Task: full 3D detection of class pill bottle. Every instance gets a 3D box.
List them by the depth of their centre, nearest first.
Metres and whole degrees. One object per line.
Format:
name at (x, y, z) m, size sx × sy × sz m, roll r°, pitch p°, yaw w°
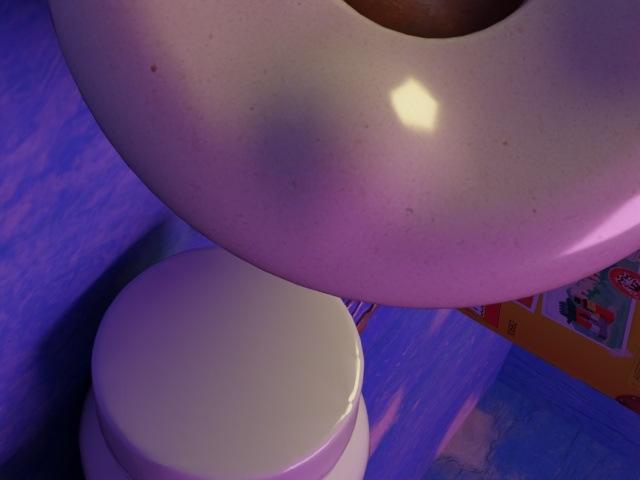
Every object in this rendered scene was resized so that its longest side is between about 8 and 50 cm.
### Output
pill bottle at (-0.079, 0.188, 0.990) m, size 0.224 × 0.224 × 0.392 m, roll -49°, pitch 162°, yaw -31°

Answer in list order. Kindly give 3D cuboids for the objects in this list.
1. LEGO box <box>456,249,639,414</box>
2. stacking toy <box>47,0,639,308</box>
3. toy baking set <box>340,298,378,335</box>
LEGO box at (0.276, -0.060, 1.268) m, size 0.193 × 0.372 × 0.500 m, roll -51°, pitch 159°, yaw -22°
stacking toy at (0.043, -0.133, 0.738) m, size 0.350 × 0.351 × 0.480 m, roll -57°, pitch 180°, yaw -4°
toy baking set at (0.075, 0.014, 1.498) m, size 0.197 × 0.030 × 0.256 m, roll -40°, pitch 153°, yaw -37°
